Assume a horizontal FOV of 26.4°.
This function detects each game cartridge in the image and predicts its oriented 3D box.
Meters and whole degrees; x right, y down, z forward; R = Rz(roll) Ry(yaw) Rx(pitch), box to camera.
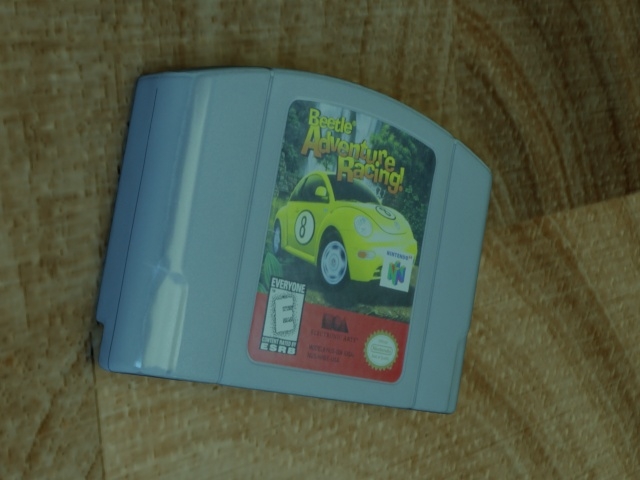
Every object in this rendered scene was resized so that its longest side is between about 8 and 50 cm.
[{"bbox_3d":[0.000,0.000,0.845,0.294,0.060,0.196,13,80,-46],"label":"game cartridge"}]
